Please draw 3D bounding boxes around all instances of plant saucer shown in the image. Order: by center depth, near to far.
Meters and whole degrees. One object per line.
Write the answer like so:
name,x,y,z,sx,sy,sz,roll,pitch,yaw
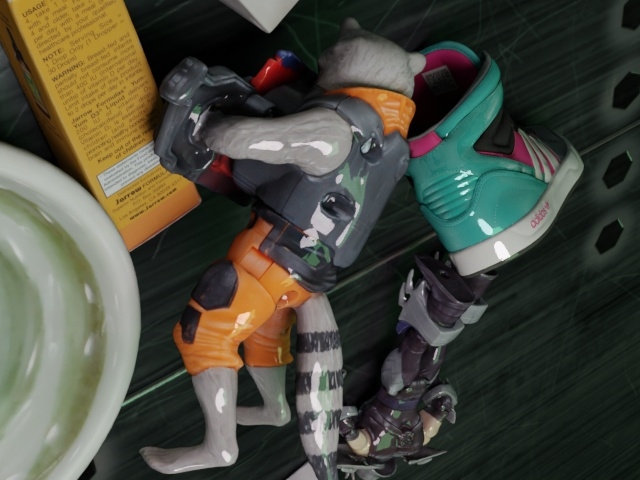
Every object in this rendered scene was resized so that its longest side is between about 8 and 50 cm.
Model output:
plant saucer,-0.318,0.090,0.808,0.401,0.100,0.400,-24,134,-27

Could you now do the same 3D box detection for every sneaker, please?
sneaker,0.139,-0.097,1.075,0.124,0.178,0.295,-26,-170,24

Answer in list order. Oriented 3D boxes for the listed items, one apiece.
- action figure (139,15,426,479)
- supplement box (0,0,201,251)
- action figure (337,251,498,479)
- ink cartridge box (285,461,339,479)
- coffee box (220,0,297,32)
action figure,0.000,0.000,0.901,0.341,0.179,0.330,6,104,-66
supplement box,-0.159,-0.104,0.824,0.080,0.078,0.233,-36,139,-16
action figure,0.089,0.140,1.231,0.185,0.099,0.285,-7,128,-48
ink cartridge box,0.046,0.367,1.250,0.100,0.237,0.172,-36,138,-12
coffee box,-0.015,-0.286,0.799,0.246,0.098,0.141,-48,140,-1
